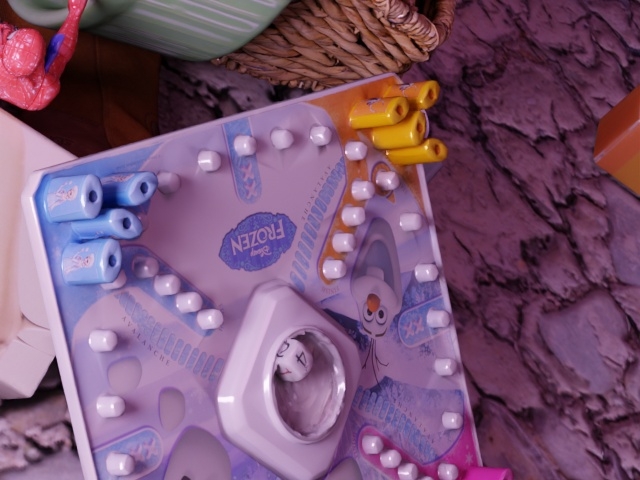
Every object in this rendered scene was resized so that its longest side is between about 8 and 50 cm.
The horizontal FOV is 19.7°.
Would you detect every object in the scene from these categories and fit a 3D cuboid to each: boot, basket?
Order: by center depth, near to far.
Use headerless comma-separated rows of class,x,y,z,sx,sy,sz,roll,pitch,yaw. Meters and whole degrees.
boot,-0.135,-0.080,1.472,0.264,0.096,0.280,12,43,-24
basket,0.038,-0.294,1.560,0.213,0.223,0.299,13,60,-23

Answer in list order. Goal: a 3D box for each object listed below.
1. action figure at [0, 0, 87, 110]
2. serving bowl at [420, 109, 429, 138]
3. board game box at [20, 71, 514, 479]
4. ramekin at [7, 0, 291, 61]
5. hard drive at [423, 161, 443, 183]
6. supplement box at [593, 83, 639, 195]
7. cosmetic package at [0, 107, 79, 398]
action figure,-0.220,-0.161,1.278,0.091,0.280,0.139,24,89,-22
serving bowl,0.058,-0.113,1.680,0.083,0.027,0.083,22,46,-26
board game box,-0.009,0.101,1.292,0.390,0.050,0.390,-21,102,-48
ramekin,-0.109,-0.284,1.404,0.148,0.303,0.303,18,48,-35
hard drive,0.036,-0.055,1.596,0.094,0.022,0.135,44,54,-3
supplement box,0.393,-0.059,1.883,0.233,0.078,0.080,36,39,-13
cosmetic package,-0.293,-0.038,1.214,0.309,0.113,0.160,32,76,-14
